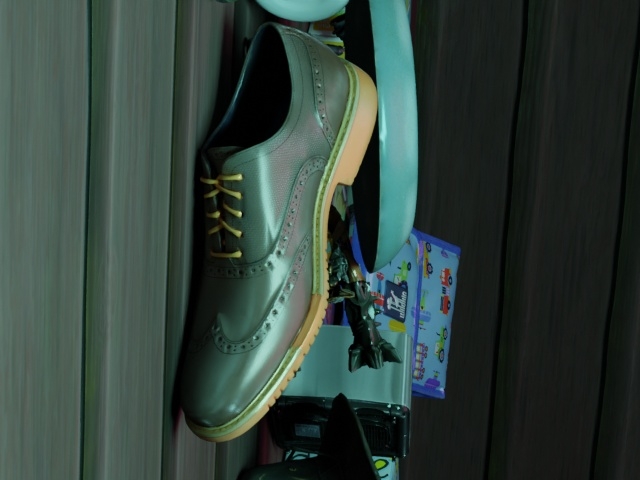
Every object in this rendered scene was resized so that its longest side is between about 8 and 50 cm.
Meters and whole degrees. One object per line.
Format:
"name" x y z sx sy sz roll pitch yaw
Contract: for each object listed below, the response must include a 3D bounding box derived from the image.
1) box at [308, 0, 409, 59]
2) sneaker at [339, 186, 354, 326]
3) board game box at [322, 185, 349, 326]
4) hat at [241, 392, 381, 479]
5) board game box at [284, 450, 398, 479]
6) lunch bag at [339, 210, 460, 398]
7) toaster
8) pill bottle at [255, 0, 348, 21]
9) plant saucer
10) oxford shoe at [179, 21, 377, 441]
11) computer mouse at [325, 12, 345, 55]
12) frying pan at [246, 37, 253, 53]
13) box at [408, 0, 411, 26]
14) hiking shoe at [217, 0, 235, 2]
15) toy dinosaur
"box" 0.050 -0.276 2.117 0.114 0.103 0.203 87 10 -46
"sneaker" 0.066 0.017 2.511 0.108 0.100 0.272 41 55 -75
"board game box" 0.000 0.000 2.157 0.347 0.056 0.208 85 16 -57
"hat" -0.028 0.315 1.776 0.331 0.134 0.331 -176 -90 -78
"board game box" 0.014 0.373 2.131 0.275 0.142 0.144 -77 170 -46
"lunch bag" 0.079 0.086 2.299 0.293 0.138 0.221 28 67 -67
"toaster" 0.024 0.178 1.985 0.186 0.168 0.110 84 11 -64
"pill bottle" -0.008 -0.305 1.600 0.103 0.103 0.184 85 13 -56
"plant saucer" 0.059 -0.126 1.667 0.317 0.043 0.318 178 -90 -86
"oxford shoe" -0.066 -0.012 1.438 0.132 0.130 0.364 35 62 -44
"computer mouse" 0.004 -0.278 1.856 0.184 0.060 0.262 -52 162 26
"frying pan" -0.034 -0.160 1.765 0.326 0.053 0.197 91 6 -54
"box" 0.069 -0.292 2.274 0.060 0.100 0.244 -73 166 -58
"hiking shoe" -0.041 -0.249 1.318 0.227 0.114 0.086 62 33 -78
"toy dinosaur" -0.008 0.028 1.732 0.322 0.164 0.218 -12 91 -61
